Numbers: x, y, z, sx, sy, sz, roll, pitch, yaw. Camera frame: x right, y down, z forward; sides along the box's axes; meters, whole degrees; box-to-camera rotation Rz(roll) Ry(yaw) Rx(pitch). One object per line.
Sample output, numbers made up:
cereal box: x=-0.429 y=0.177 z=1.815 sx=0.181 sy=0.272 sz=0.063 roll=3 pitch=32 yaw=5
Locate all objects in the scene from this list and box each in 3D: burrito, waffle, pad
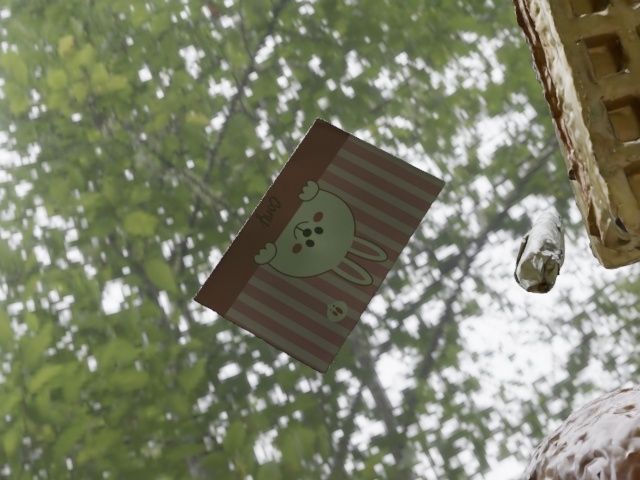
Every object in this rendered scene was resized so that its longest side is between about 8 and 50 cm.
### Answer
burrito: x=0.293 y=0.021 z=1.803 sx=0.060 sy=0.226 sz=0.087 roll=6 pitch=-78 yaw=11
waffle: x=0.298 y=-0.179 z=1.147 sx=0.261 sy=0.376 sz=0.114 roll=-16 pitch=-19 yaw=-1
pad: x=0.000 y=0.000 z=1.720 sx=0.300 sy=0.202 sz=0.005 roll=-56 pitch=-20 yaw=-17

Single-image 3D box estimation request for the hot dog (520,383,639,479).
hot dog: x=0.196 y=0.144 z=0.630 sx=0.114 sy=0.259 sz=0.175 roll=-11 pitch=-89 yaw=-19
